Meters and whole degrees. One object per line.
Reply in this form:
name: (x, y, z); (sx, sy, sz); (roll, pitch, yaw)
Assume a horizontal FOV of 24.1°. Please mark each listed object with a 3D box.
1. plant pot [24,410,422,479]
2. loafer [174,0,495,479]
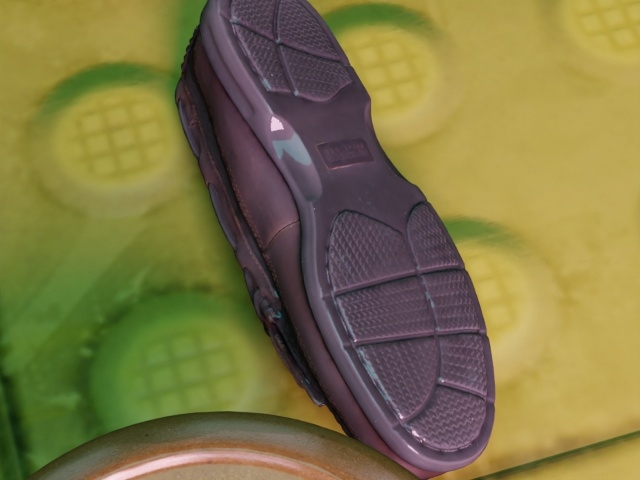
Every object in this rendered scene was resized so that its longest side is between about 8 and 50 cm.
plant pot: (-0.037, 0.164, 0.525); (0.236, 0.032, 0.236); (0, 60, 0)
loafer: (0.000, 0.000, 0.816); (0.109, 0.095, 0.303); (-4, 61, -38)
